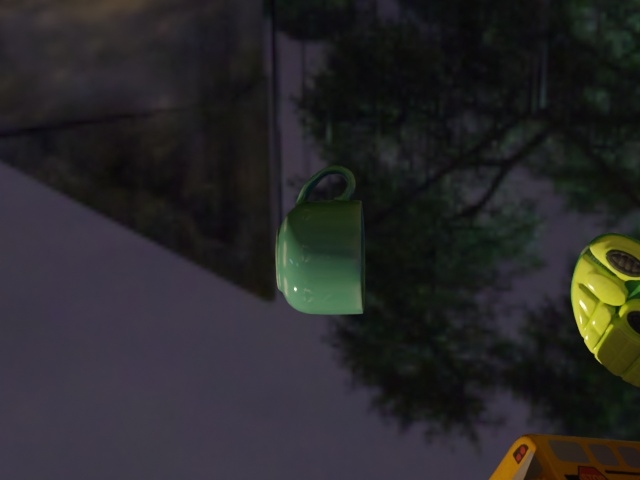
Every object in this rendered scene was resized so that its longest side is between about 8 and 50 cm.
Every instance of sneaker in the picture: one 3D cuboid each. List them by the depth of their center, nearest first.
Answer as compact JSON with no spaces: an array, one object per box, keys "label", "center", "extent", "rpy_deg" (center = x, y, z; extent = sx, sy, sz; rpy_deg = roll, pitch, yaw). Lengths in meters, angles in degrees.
[{"label":"sneaker","center":[0.314,0.073,1.250],"extent":[0.295,0.109,0.123],"rpy_deg":[34,-155,-36]}]

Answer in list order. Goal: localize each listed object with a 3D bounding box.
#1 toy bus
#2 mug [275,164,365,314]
[{"label":"toy bus","center":[0.263,0.251,1.238],"extent":[0.332,0.108,0.130],"rpy_deg":[8,-144,-30]},{"label":"mug","center":[0.001,0.009,1.587],"extent":[0.097,0.129,0.158],"rpy_deg":[-1,-126,4]}]
